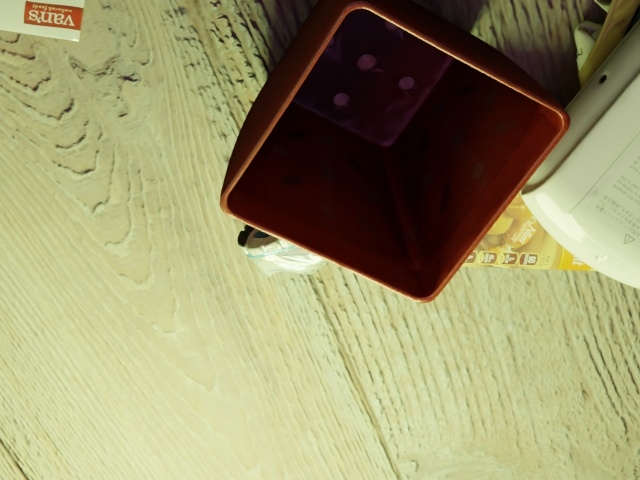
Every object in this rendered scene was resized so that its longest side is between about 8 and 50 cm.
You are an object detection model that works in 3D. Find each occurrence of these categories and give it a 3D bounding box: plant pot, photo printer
[{"bbox_3d":[0.065,-0.141,1.415,0.267,0.236,0.267,25,118,-20],"label":"plant pot"},{"bbox_3d":[0.389,-0.096,1.460,0.256,0.107,0.307,31,109,-19],"label":"photo printer"}]

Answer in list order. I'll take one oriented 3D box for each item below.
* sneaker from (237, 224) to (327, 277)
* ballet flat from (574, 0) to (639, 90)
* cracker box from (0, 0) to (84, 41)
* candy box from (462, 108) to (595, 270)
[{"bbox_3d":[0.000,0.000,1.613,0.191,0.071,0.083,-12,131,12],"label":"sneaker"},{"bbox_3d":[0.328,-0.251,1.480,0.073,0.080,0.232,26,119,10],"label":"ballet flat"},{"bbox_3d":[-0.309,-0.330,1.347,0.156,0.067,0.232,6,124,-12],"label":"cracker box"},{"bbox_3d":[0.315,-0.060,1.585,0.316,0.087,0.183,2,122,-7],"label":"candy box"}]
